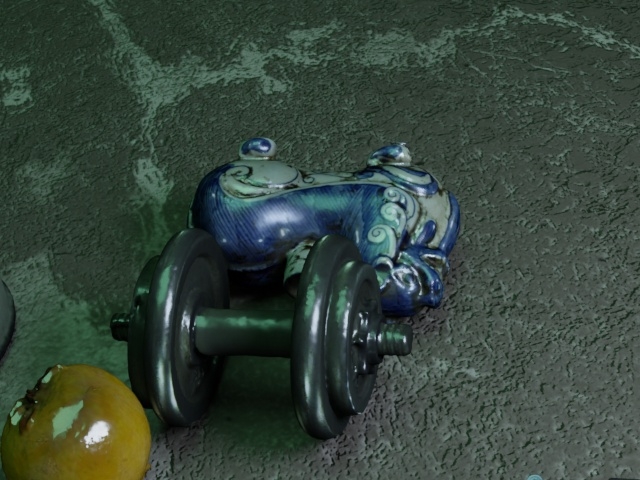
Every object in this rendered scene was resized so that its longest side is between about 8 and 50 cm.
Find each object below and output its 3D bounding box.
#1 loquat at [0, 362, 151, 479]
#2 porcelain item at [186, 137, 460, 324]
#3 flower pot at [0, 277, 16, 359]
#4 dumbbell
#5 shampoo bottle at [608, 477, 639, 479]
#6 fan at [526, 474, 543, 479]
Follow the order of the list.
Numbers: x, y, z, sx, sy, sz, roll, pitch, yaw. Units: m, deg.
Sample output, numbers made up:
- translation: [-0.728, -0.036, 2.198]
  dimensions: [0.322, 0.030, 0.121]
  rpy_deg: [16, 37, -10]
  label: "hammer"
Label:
- translation: [-0.219, 0.183, 1.298]
  dimensions: [0.141, 0.141, 0.141]
  rpy_deg: [-5, 39, 4]
  label: "loquat"
- translation: [0.000, 0.000, 1.500]
  dimensions: [0.288, 0.138, 0.186]
  rpy_deg: [2, 51, 6]
  label: "porcelain item"
- translation: [-0.482, -0.010, 1.434]
  dimensions: [0.294, 0.330, 0.293]
  rpy_deg: [-4, 38, 3]
  label: "flower pot"
- translation: [-0.057, 0.085, 1.345]
  dimensions: [0.290, 0.192, 0.192]
  rpy_deg: [2, 40, 14]
  label: "dumbbell"
- translation: [0.314, 0.224, 1.229]
  dimensions: [0.137, 0.027, 0.048]
  rpy_deg: [4, 31, 16]
  label: "shampoo bottle"
- translation: [0.118, 0.257, 1.236]
  dimensions: [0.193, 0.016, 0.038]
  rpy_deg: [-29, 45, -22]
  label: "fan"
